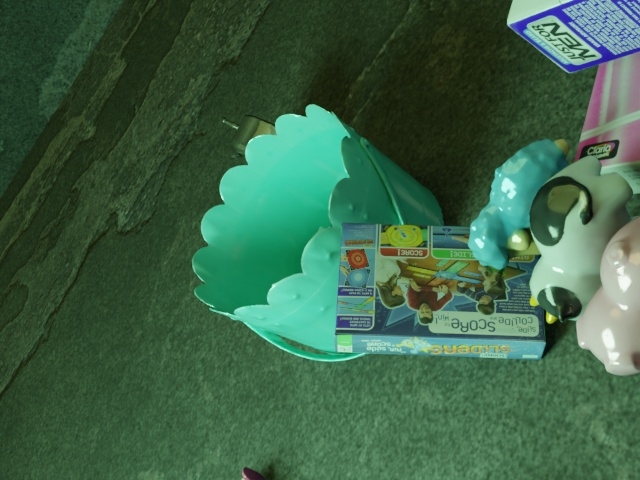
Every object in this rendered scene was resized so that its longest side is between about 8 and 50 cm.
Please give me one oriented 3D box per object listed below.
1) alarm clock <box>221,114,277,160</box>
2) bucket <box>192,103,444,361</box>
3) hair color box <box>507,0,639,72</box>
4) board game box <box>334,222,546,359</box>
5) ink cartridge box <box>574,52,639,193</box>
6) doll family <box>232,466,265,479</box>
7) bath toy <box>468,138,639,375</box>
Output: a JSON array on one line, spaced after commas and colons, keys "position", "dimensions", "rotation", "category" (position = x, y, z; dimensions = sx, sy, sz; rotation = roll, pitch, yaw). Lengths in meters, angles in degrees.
[{"position": [-0.048, -0.118, 1.464], "dimensions": [0.192, 0.129, 0.064], "rotation": [21, 84, 38], "category": "alarm clock"}, {"position": [0.000, 0.000, 1.234], "dimensions": [0.281, 0.183, 0.281], "rotation": [-36, 39, 36], "category": "bucket"}, {"position": [0.339, -0.288, 0.924], "dimensions": [0.339, 0.110, 0.185], "rotation": [-9, 57, 51], "category": "hair color box"}, {"position": [0.117, 0.048, 1.035], "dimensions": [0.035, 0.201, 0.136], "rotation": [87, -173, -55], "category": "board game box"}, {"position": [0.367, -0.223, 0.998], "dimensions": [0.176, 0.069, 0.370], "rotation": [-7, 57, 54], "category": "ink cartridge box"}, {"position": [-0.134, 0.379, 1.184], "dimensions": [0.163, 0.118, 0.263], "rotation": [-50, 33, 19], "category": "doll family"}, {"position": [0.249, 0.044, 0.864], "dimensions": [0.129, 0.151, 0.348], "rotation": [-35, 32, -3], "category": "bath toy"}]
